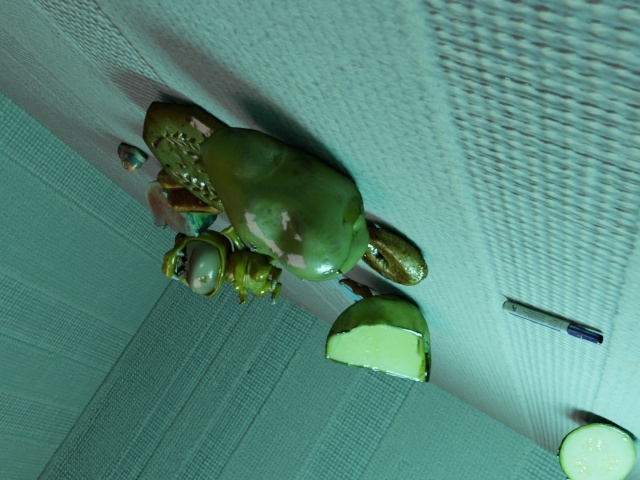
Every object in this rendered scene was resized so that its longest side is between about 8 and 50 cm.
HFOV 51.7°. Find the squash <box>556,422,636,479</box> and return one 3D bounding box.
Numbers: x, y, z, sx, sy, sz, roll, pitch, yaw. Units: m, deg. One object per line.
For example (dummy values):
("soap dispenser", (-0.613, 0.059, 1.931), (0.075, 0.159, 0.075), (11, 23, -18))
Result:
("squash", (0.781, 0.617, 1.881), (0.189, 0.189, 0.260), (29, 172, 19))

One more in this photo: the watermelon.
("watermelon", (-0.460, -0.106, 2.212), (0.224, 0.180, 0.305), (22, 176, -39))

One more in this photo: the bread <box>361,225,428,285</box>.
("bread", (0.145, 0.026, 1.397), (0.193, 0.064, 0.193), (35, 165, 11))

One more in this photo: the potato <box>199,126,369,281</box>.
("potato", (-0.062, -0.073, 1.176), (0.351, 0.202, 0.218), (40, -153, -11))

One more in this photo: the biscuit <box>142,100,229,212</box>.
("biscuit", (-0.251, -0.171, 1.478), (0.359, 0.046, 0.359), (24, 153, 13))

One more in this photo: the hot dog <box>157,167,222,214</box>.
("hot dog", (-0.323, -0.152, 1.780), (0.348, 0.117, 0.158), (2, 121, 57))

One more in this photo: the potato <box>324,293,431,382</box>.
("potato", (0.194, 0.237, 1.923), (0.330, 0.213, 0.280), (12, 143, -1))

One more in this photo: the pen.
("pen", (0.429, 0.153, 1.234), (0.204, 0.025, 0.025), (20, 164, 49))

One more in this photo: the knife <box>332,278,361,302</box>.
("knife", (0.067, 0.151, 2.296), (0.044, 0.019, 0.313), (9, 155, 47))

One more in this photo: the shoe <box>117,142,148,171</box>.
("shoe", (-0.662, -0.281, 2.271), (0.074, 0.077, 0.194), (40, 167, -36))

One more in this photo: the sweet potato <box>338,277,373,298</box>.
("sweet potato", (0.122, 0.158, 2.105), (0.044, 0.044, 0.179), (42, 173, -40))

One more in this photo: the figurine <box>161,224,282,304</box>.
("figurine", (-0.312, 0.076, 2.263), (0.387, 0.268, 0.401), (15, 171, 3))
